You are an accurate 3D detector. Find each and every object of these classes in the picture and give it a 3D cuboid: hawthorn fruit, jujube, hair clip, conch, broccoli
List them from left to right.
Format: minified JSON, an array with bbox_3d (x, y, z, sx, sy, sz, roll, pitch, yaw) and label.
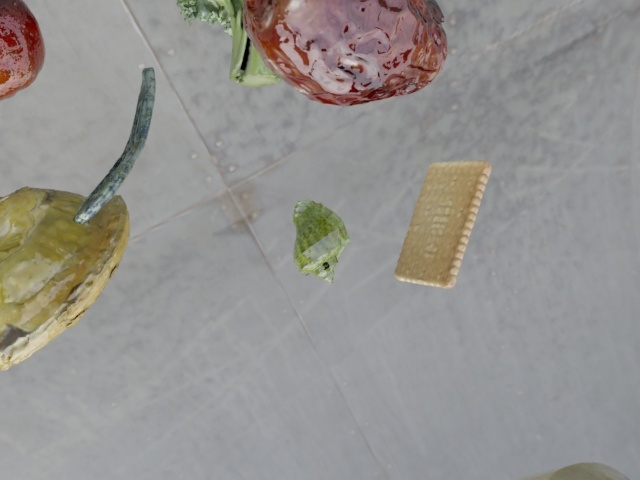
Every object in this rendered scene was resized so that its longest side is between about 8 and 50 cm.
[{"bbox_3d":[-0.479,-0.298,1.074,0.157,0.157,0.194,-21,125,-15],"label":"hawthorn fruit"},{"bbox_3d":[-0.222,-0.108,0.862,0.036,0.229,0.066,30,146,-24],"label":"hair clip"},{"bbox_3d":[-0.084,-0.423,1.349,0.375,0.249,0.302,10,103,-11],"label":"broccoli"},{"bbox_3d":[0.000,0.000,1.046,0.089,0.121,0.074,-16,177,-41],"label":"conch"},{"bbox_3d":[0.040,-0.256,0.909,0.290,0.197,0.197,1,139,-48],"label":"jujube"}]

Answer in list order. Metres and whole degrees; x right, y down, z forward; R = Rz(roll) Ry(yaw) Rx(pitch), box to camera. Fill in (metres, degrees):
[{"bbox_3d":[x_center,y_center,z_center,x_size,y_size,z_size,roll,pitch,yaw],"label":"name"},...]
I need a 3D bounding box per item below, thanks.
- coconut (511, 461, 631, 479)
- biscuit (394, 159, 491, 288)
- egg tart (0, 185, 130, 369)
[{"bbox_3d":[0.415,0.524,1.258,0.323,0.323,0.323,-22,150,-14],"label":"coconut"},{"bbox_3d":[0.230,-0.033,1.429,0.030,0.160,0.250,25,79,-35],"label":"biscuit"},{"bbox_3d":[-0.376,0.028,0.970,0.290,0.290,0.115,-34,126,7],"label":"egg tart"}]
